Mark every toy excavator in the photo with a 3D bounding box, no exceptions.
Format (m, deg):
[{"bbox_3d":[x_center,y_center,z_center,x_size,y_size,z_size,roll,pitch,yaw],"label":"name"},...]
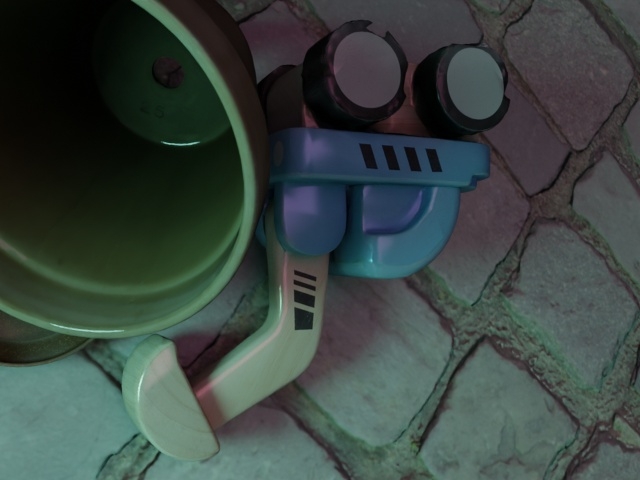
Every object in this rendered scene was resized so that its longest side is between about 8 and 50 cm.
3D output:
[{"bbox_3d":[0.000,0.000,0.800,0.432,0.222,0.445,0,88,-26],"label":"toy excavator"}]

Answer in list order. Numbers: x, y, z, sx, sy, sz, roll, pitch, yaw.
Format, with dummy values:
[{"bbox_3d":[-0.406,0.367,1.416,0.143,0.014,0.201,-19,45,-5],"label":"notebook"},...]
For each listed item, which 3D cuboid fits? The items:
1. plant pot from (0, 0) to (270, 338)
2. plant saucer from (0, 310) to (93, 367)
[{"bbox_3d":[-0.184,-0.122,0.652,0.323,0.323,0.280,40,29,-15],"label":"plant pot"},{"bbox_3d":[-0.303,0.030,0.717,0.198,0.036,0.199,7,76,-27],"label":"plant saucer"}]
